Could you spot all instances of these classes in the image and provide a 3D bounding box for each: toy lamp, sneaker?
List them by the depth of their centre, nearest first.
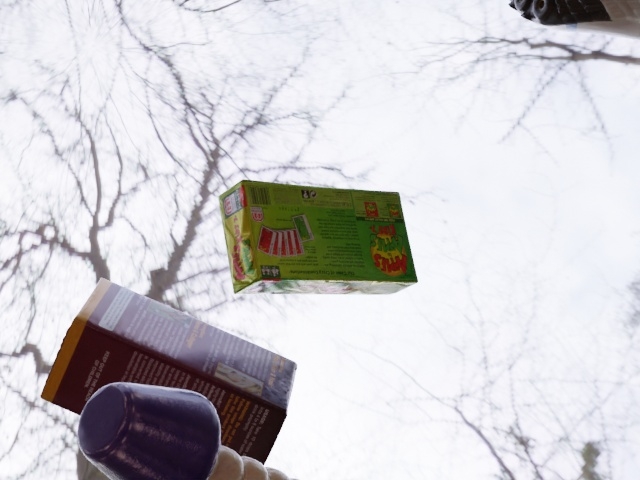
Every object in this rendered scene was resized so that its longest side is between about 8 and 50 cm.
[{"bbox_3d":[0.206,-0.166,0.751,0.086,0.237,0.085,7,-80,-37],"label":"sneaker"},{"bbox_3d":[-0.045,0.162,0.794,0.275,0.080,0.080,32,-88,-41],"label":"toy lamp"}]

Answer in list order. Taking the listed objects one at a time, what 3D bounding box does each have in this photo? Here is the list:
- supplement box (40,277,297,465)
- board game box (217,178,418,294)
[{"bbox_3d":[-0.122,0.117,0.990,0.188,0.104,0.080,25,-73,-5],"label":"supplement box"},{"bbox_3d":[0.000,0.000,1.074,0.181,0.043,0.092,2,-111,-37],"label":"board game box"}]
